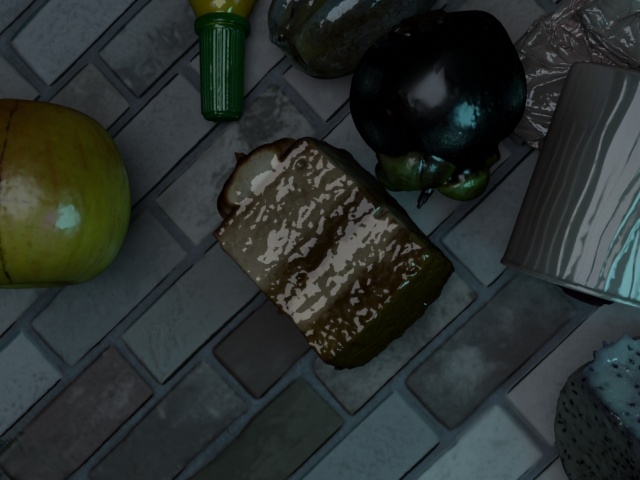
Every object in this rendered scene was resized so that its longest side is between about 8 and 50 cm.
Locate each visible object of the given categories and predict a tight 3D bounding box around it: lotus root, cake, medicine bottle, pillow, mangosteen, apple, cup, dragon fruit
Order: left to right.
[{"bbox_3d":[-0.375,-0.058,1.927,0.286,0.286,0.233,-2,86,9],"label":"apple"},{"bbox_3d":[-0.127,-0.307,2.005,0.111,0.076,0.308,-1,87,11],"label":"medicine bottle"},{"bbox_3d":[0.000,0.000,1.907,0.293,0.199,0.196,45,99,14],"label":"cake"},{"bbox_3d":[0.079,-0.333,1.946,0.322,0.140,0.158,-41,56,0],"label":"lotus root"},{"bbox_3d":[0.144,-0.160,1.867,0.243,0.243,0.243,-1,86,9],"label":"mangosteen"},{"bbox_3d":[0.321,-0.233,1.939,0.248,0.049,0.135,-39,85,8],"label":"pillow"},{"bbox_3d":[0.385,-0.049,1.822,0.288,0.208,0.273,17,93,13],"label":"cup"},{"bbox_3d":[0.430,0.252,1.821,0.221,0.204,0.283,-29,63,-21],"label":"dragon fruit"}]
